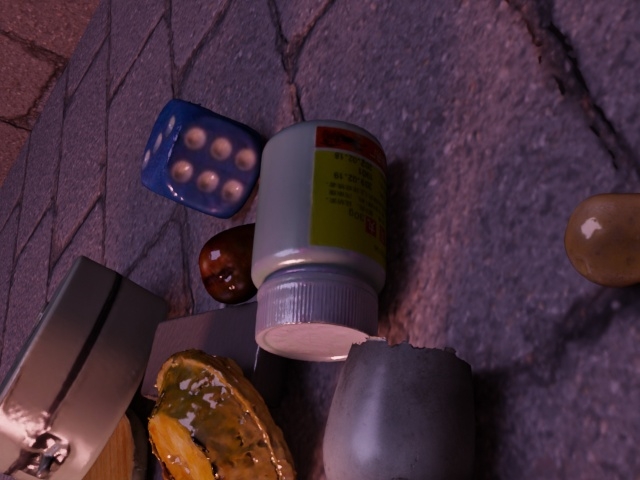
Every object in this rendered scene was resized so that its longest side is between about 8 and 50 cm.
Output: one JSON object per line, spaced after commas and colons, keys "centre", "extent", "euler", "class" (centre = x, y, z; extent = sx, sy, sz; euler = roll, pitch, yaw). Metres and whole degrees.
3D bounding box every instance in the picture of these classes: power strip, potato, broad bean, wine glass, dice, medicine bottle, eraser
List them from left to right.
{"centre": [-0.384, 0.206, 1.159], "extent": [0.357, 0.161, 0.358], "euler": [-51, 18, 24], "class": "power strip"}
{"centre": [-0.175, -0.122, 1.134], "extent": [0.146, 0.143, 0.147], "euler": [29, 98, 62], "class": "dice"}
{"centre": [-0.138, 0.155, 0.984], "extent": [0.352, 0.077, 0.112], "euler": [-16, 57, 53], "class": "eraser"}
{"centre": [-0.089, 0.021, 0.931], "extent": [0.114, 0.165, 0.085], "euler": [-11, 100, 27], "class": "broad bean"}
{"centre": [0.000, 0.000, 0.795], "extent": [0.139, 0.139, 0.226], "euler": [-29, 49, 47], "class": "medicine bottle"}
{"centre": [0.056, 0.205, 0.609], "extent": [0.126, 0.126, 0.241], "euler": [-11, 67, 55], "class": "wine glass"}
{"centre": [0.217, -0.003, 0.540], "extent": [0.083, 0.068, 0.062], "euler": [-8, 26, 40], "class": "potato"}

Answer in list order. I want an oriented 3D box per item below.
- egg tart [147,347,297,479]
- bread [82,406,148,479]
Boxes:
{"centre": [-0.118, 0.217, 0.821], "extent": [0.212, 0.090, 0.213], "euler": [28, 132, 37], "class": "egg tart"}
{"centre": [-0.332, 0.386, 1.182], "extent": [0.267, 0.040, 0.267], "euler": [-32, 48, 44], "class": "bread"}
